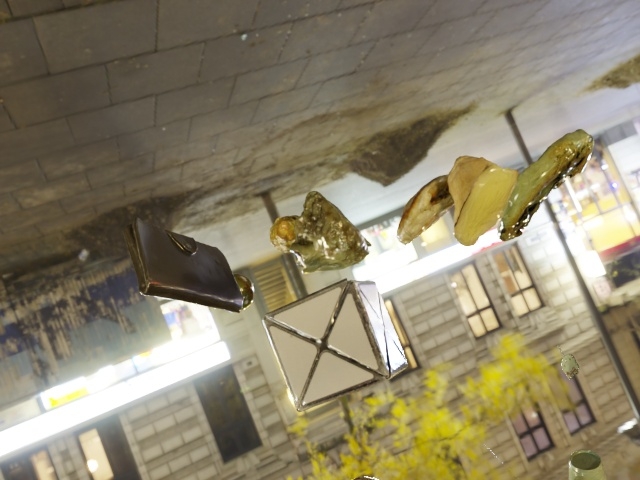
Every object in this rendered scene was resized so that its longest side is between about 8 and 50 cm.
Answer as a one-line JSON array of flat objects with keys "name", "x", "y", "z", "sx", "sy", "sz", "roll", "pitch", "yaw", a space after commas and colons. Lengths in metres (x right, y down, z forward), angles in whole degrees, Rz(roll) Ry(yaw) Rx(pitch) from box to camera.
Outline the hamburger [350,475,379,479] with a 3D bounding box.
[{"name": "hamburger", "x": 0.113, "y": 0.768, "z": 1.671, "sx": 0.231, "sy": 0.230, "sz": 0.107, "roll": -23, "pitch": -169, "yaw": 2}]

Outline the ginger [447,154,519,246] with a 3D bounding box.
[{"name": "ginger", "x": 0.318, "y": -0.090, "z": 1.286, "sx": 0.115, "sy": 0.123, "sz": 0.193, "roll": 9, "pitch": 109, "yaw": -44}]

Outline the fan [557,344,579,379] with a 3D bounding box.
[{"name": "fan", "x": 0.555, "y": 0.270, "z": 1.343, "sx": 0.004, "sy": 0.083, "sz": 0.056, "roll": -1, "pitch": 137, "yaw": -15}]

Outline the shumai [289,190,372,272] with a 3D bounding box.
[{"name": "shumai", "x": 0.002, "y": -0.001, "z": 1.734, "sx": 0.218, "sy": 0.256, "sz": 0.189, "roll": -45, "pitch": 162, "yaw": 12}]

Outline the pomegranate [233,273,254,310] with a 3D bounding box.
[{"name": "pomegranate", "x": -0.257, "y": 0.154, "z": 1.701, "sx": 0.115, "sy": 0.114, "sz": 0.142, "roll": -27, "pitch": 176, "yaw": 42}]

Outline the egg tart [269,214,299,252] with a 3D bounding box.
[{"name": "egg tart", "x": -0.100, "y": -0.026, "z": 1.854, "sx": 0.130, "sy": 0.130, "sz": 0.052, "roll": -23, "pitch": 163, "yaw": 1}]

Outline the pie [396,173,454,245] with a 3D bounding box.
[{"name": "pie", "x": 0.253, "y": -0.079, "z": 1.410, "sx": 0.205, "sy": 0.084, "sz": 0.179, "roll": -38, "pitch": 172, "yaw": -42}]

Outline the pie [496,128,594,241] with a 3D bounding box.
[{"name": "pie", "x": 0.600, "y": -0.151, "z": 1.613, "sx": 0.371, "sy": 0.078, "sz": 0.296, "roll": -51, "pitch": 154, "yaw": 10}]

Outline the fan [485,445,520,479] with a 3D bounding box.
[{"name": "fan", "x": 0.565, "y": 0.660, "z": 1.472, "sx": 0.012, "sy": 0.415, "sz": 0.233, "roll": -45, "pitch": 171, "yaw": -3}]

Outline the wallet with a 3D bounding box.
[{"name": "wallet", "x": -0.318, "y": 0.068, "z": 1.437, "sx": 0.051, "sy": 0.197, "sz": 0.377, "roll": -31, "pitch": 155, "yaw": 16}]

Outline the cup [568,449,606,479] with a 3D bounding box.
[{"name": "cup", "x": 0.703, "y": 0.629, "z": 1.568, "sx": 0.120, "sy": 0.141, "sz": 0.120, "roll": -13, "pitch": -163, "yaw": 4}]

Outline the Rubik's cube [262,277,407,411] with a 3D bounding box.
[{"name": "Rubik's cube", "x": 0.043, "y": 0.254, "z": 1.493, "sx": 0.255, "sy": 0.260, "sz": 0.259, "roll": -23, "pitch": 166, "yaw": 14}]
